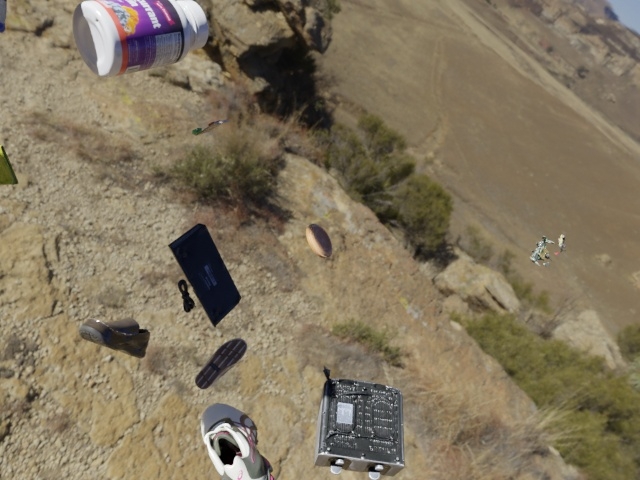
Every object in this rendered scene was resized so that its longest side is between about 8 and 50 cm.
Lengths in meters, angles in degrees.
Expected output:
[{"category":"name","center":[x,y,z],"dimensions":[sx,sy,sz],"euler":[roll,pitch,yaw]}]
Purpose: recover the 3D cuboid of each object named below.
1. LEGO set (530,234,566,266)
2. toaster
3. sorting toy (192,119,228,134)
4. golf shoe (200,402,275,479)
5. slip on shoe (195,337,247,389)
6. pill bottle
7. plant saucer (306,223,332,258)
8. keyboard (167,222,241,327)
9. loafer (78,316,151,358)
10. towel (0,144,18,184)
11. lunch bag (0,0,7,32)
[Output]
[{"category":"LEGO set","center":[0.378,0.017,0.847],"dimensions":[0.083,0.054,0.023],"euler":[-3,14,-30]},{"category":"toaster","center":[0.074,0.368,1.006],"dimensions":[0.168,0.110,0.186],"euler":[9,47,-4]},{"category":"sorting toy","center":[-0.233,-0.235,1.042],"dimensions":[0.012,0.062,0.083],"euler":[65,21,-12]},{"category":"golf shoe","center":[-0.175,0.384,0.975],"dimensions":[0.273,0.105,0.120],"euler":[30,-30,55]},{"category":"slip on shoe","center":[-0.207,0.257,1.060],"dimensions":[0.051,0.135,0.041],"euler":[42,0,2]},{"category":"pill bottle","center":[-0.279,-0.333,0.805],"dimensions":[0.108,0.108,0.193],"euler":[47,47,9]},{"category":"plant saucer","center":[0.000,0.000,1.113],"dimensions":[0.083,0.013,0.084],"euler":[39,35,-35]},{"category":"keyboard","center":[-0.210,0.070,0.881],"dimensions":[0.108,0.023,0.180],"euler":[-46,128,-37]},{"category":"loafer","center":[-0.453,0.203,1.122],"dimensions":[0.080,0.220,0.078],"euler":[15,71,14]},{"category":"towel","center":[-0.863,-0.180,1.245],"dimensions":[0.237,0.102,0.021],"euler":[0,29,17]},{"category":"lunch bag","center":[-0.591,-0.539,0.701],"dimensions":[0.385,0.328,0.239],"euler":[46,37,22]}]
